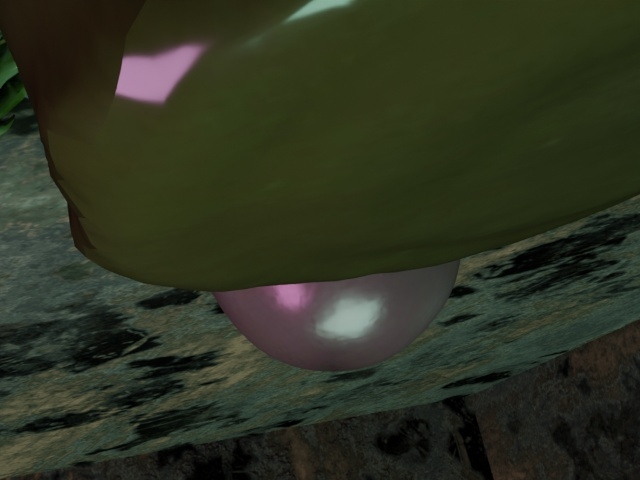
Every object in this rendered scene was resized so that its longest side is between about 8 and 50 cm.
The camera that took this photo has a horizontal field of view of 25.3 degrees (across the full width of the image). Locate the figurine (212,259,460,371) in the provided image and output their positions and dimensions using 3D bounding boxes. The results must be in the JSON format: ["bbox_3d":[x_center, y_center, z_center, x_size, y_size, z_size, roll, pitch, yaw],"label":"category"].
[{"bbox_3d":[-0.006,0.007,1.177,0.261,0.211,0.270,-17,166,7],"label":"figurine"}]

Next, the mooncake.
[{"bbox_3d":[0.078,-0.160,0.551,0.467,0.262,0.467,-16,165,-4],"label":"mooncake"}]

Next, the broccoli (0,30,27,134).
[{"bbox_3d":[-0.180,-0.112,0.743,0.131,0.120,0.130,12,170,-4],"label":"broccoli"}]
